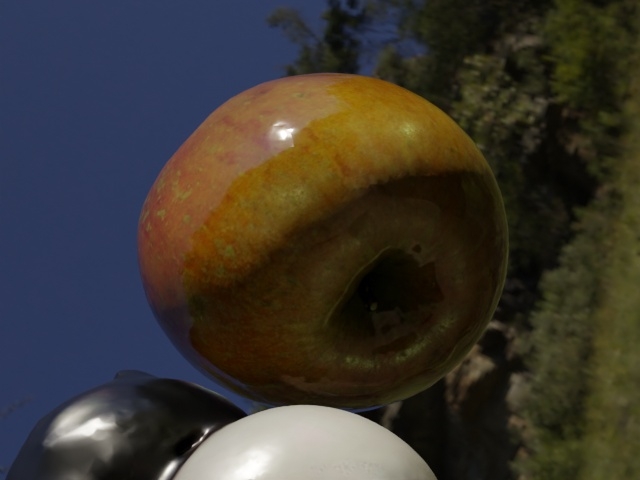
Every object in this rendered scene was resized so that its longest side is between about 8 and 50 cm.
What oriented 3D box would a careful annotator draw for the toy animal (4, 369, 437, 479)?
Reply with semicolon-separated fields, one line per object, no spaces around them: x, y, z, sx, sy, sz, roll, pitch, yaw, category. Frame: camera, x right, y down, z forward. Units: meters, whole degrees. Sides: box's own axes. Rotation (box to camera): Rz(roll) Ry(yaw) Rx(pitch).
-0.040;0.165;0.742;0.187;0.235;0.165;48;-123;-55;toy animal

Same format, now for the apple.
0.000;0.000;0.891;0.237;0.207;0.236;-13;-61;-24;apple
